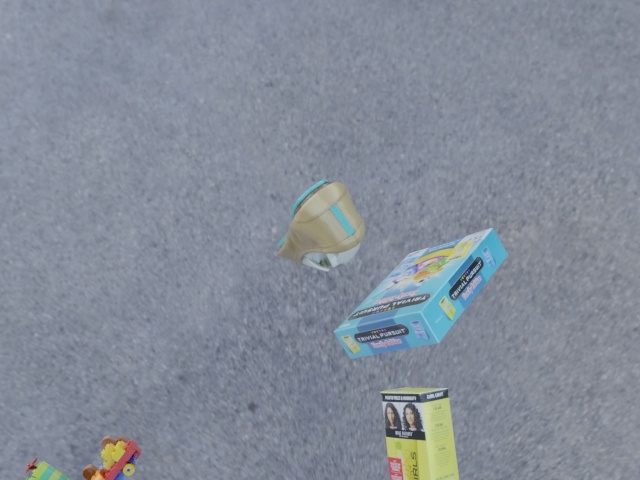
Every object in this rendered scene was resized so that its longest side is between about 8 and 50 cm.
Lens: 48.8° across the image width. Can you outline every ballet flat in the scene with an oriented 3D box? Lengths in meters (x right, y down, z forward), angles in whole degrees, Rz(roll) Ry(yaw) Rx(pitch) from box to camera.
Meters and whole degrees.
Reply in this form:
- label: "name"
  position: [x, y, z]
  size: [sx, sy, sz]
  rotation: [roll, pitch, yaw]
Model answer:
- label: "ballet flat"
  position: [0.000, 0.000, 0.728]
  size: [0.080, 0.232, 0.073]
  rotation: [-41, 87, -7]

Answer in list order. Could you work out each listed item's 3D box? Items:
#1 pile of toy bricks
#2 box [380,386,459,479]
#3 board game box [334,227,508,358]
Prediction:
- label: "pile of toy bricks"
  position: [-0.317, 0.309, 0.852]
  size: [0.105, 0.118, 0.212]
  rotation: [38, 82, -7]
- label: "box"
  position: [0.139, 0.317, 0.950]
  size: [0.058, 0.087, 0.232]
  rotation: [-1, 83, -37]
- label: "board game box"
  position: [0.221, 0.113, 1.533]
  size: [0.336, 0.254, 0.079]
  rotation: [-40, 103, -42]
